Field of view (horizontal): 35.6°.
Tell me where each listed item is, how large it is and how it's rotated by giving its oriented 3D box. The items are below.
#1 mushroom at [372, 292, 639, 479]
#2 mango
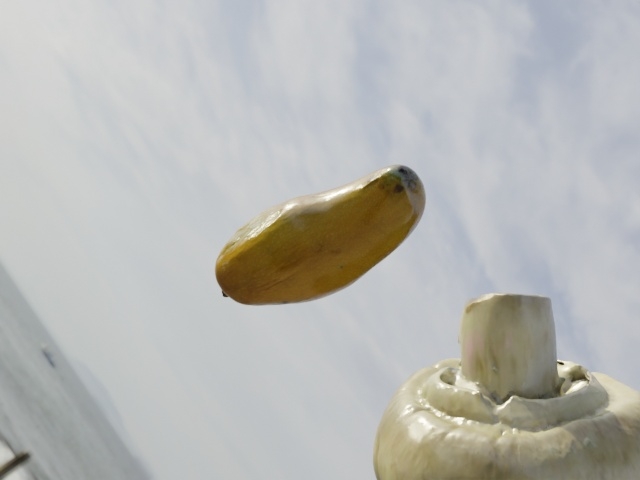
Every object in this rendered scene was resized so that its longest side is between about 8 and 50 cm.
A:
[{"bbox_3d":[0.171,0.154,0.847,0.260,0.254,0.234,-63,152,-76],"label":"mushroom"},{"bbox_3d":[0.000,0.000,0.789,0.098,0.190,0.075,40,26,-55],"label":"mango"}]
